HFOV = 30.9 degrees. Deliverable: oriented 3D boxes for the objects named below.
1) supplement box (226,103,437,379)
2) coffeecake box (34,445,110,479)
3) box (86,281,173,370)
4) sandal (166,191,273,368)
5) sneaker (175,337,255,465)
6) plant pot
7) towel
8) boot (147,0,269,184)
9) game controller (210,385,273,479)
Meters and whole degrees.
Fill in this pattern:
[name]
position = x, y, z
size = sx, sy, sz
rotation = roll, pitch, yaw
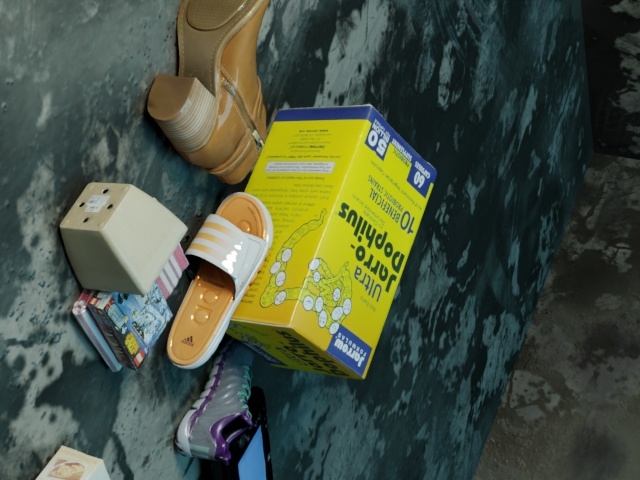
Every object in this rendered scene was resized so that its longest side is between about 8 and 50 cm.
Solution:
[supplement box]
position = 0.000, 0.000, 1.735
size = 0.194, 0.195, 0.357
rotation = 38, 65, -43
[coffeecake box]
position = -0.326, 0.373, 1.421
size = 0.185, 0.068, 0.142
rotation = -55, 147, -40
[box]
position = -0.238, 0.088, 1.463
size = 0.094, 0.027, 0.137
rotation = -59, 151, -31
[sandal]
position = -0.149, 0.050, 1.612
size = 0.265, 0.102, 0.076
rotation = -69, 155, -13
[sneaker]
position = -0.127, 0.240, 1.750
size = 0.224, 0.098, 0.083
rotation = -62, 151, -30
[plant pot]
position = -0.245, -0.010, 1.384
size = 0.109, 0.109, 0.096
rotation = -62, 140, -30
[towel]
position = -0.245, 0.057, 1.502
size = 0.197, 0.029, 0.144
rotation = -60, 150, -29
[boot]
position = -0.107, -0.225, 1.556
size = 0.220, 0.109, 0.284
rotation = 45, 63, -60
[game controller]
position = -0.119, 0.393, 1.878
size = 0.166, 0.067, 0.319
rotation = -47, 142, -48
